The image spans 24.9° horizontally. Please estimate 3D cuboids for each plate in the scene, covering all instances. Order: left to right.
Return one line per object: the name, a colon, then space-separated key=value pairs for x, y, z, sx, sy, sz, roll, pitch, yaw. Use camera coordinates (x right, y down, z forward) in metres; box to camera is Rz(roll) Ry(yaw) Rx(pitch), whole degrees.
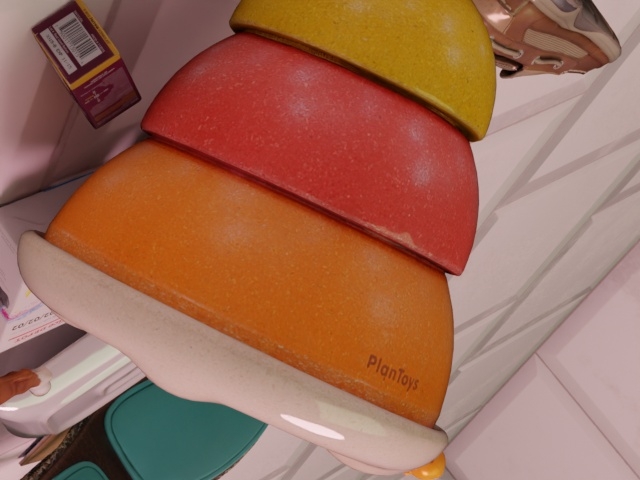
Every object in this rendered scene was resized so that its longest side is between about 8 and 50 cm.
plate: x=-0.211 y=0.124 z=1.519 sx=0.277 sy=0.045 sz=0.278 roll=-35 pitch=174 yaw=-13

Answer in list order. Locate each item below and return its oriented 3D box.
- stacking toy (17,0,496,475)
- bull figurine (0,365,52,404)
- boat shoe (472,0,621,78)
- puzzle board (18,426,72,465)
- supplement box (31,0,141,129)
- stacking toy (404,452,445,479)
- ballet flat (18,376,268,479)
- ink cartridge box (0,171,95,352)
stacking toy: x=0.023 y=-0.098 z=1.091 sx=0.480 sy=0.350 sz=0.350 roll=-63 pitch=163 yaw=-3
bull figurine: x=-0.349 y=0.163 z=1.091 sx=0.310 sy=0.101 sz=0.188 roll=-34 pitch=176 yaw=16
boat shoe: x=0.213 y=-0.224 z=1.467 sx=0.116 sy=0.123 sz=0.324 roll=-36 pitch=158 yaw=17
puzzle board: x=-0.296 y=0.222 z=1.741 sx=0.128 sy=0.011 sz=0.096 roll=-44 pitch=164 yaw=21
supplement box: x=-0.164 y=-0.124 z=1.024 sx=0.043 sy=0.055 sz=0.083 roll=-35 pitch=163 yaw=-6
stacking toy: x=0.063 y=0.190 z=1.897 sx=0.175 sy=0.302 sz=0.166 roll=-33 pitch=162 yaw=-21
ballet flat: x=-0.260 y=0.273 z=1.657 sx=0.182 sy=0.164 sz=0.483 roll=-20 pitch=-168 yaw=47
ink cartridge box: x=-0.243 y=0.031 z=1.254 sx=0.104 sy=0.061 sz=0.181 roll=-25 pitch=159 yaw=-37
